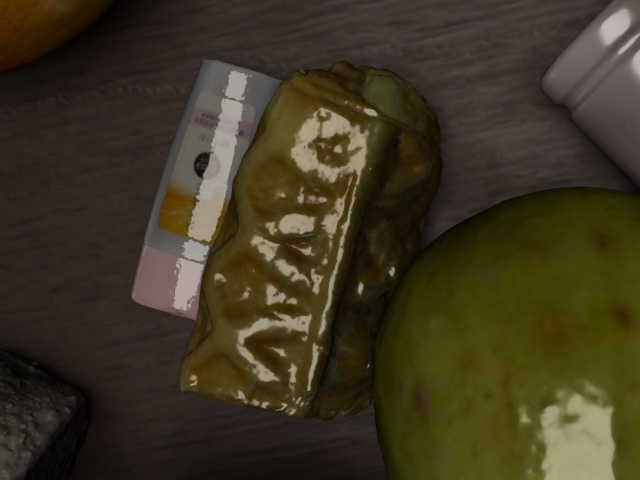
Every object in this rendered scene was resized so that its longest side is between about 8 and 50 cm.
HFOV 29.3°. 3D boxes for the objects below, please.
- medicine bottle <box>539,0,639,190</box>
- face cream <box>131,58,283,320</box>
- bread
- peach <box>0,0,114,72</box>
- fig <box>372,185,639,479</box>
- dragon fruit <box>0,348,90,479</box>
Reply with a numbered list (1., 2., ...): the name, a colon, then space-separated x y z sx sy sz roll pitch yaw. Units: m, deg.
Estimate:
1. medicine bottle: 0.282 -0.066 0.848 0.133 0.133 0.250 -44 83 8
2. face cream: -0.085 -0.037 0.948 0.084 0.057 0.198 16 94 7
3. bread: 0.000 0.000 0.899 0.152 0.130 0.268 13 95 -32
4. peach: -0.254 -0.262 0.864 0.289 0.289 0.308 24 89 8
5. fig: 0.157 0.132 0.793 0.258 0.258 0.326 1 60 10
6. dragon fruit: -0.322 0.223 0.919 0.203 0.221 0.283 18 97 3
